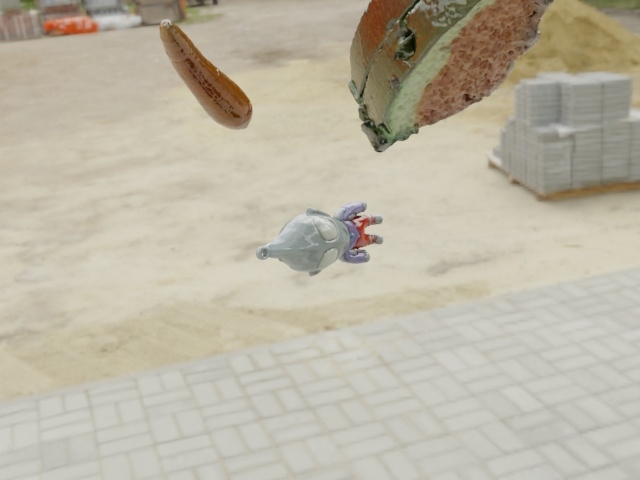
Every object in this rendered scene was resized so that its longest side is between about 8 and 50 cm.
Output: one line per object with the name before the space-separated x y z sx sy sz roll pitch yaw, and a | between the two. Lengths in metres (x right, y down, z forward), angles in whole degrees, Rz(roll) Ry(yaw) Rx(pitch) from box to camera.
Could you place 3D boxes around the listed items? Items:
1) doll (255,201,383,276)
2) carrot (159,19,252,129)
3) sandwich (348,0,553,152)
doll | 0.000 0.000 1.223 0.227 0.102 0.075 -9 11 -39
carrot | -0.088 -0.123 0.639 0.035 0.035 0.142 4 -22 26
sandwich | 0.140 -0.222 0.866 0.212 0.109 0.292 -22 -16 -10
